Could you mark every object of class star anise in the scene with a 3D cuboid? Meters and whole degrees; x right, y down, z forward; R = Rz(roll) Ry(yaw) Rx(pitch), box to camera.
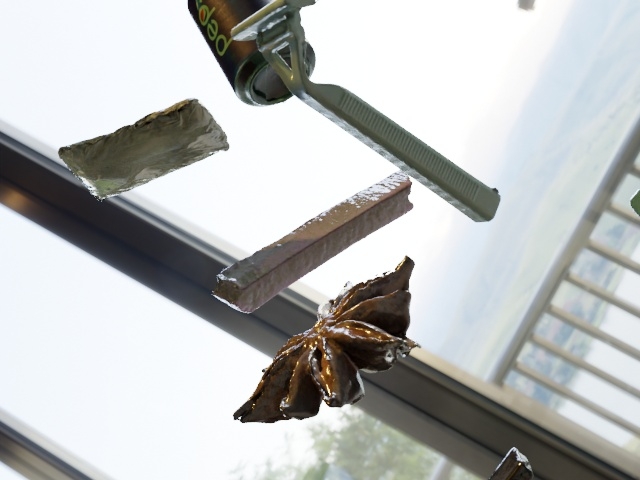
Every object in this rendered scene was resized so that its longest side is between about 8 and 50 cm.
[{"bbox_3d":[0.013,0.096,0.787,0.182,0.065,0.195,-31,22,28],"label":"star anise"}]

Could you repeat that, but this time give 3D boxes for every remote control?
[{"bbox_3d":[0.156,0.339,1.018,0.245,0.025,0.063,-54,5,6],"label":"remote control"}]

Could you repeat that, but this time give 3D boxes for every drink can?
[{"bbox_3d":[-0.095,-0.276,1.184,0.118,0.205,0.118,-24,-29,-14],"label":"drink can"}]

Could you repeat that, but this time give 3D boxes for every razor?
[{"bbox_3d":[0.048,-0.100,0.782,0.056,0.278,0.111,-58,21,-18],"label":"razor"}]

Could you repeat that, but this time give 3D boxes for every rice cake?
[{"bbox_3d":[0.000,0.000,1.366,0.365,0.073,0.056,-32,-55,-23],"label":"rice cake"}]

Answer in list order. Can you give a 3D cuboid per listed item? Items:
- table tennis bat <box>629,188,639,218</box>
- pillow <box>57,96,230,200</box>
[{"bbox_3d":[0.358,-0.004,0.924,0.033,0.124,0.201,-35,21,16],"label":"table tennis bat"},{"bbox_3d":[-0.253,-0.131,1.326,0.229,0.051,0.128,-21,-36,4],"label":"pillow"}]
